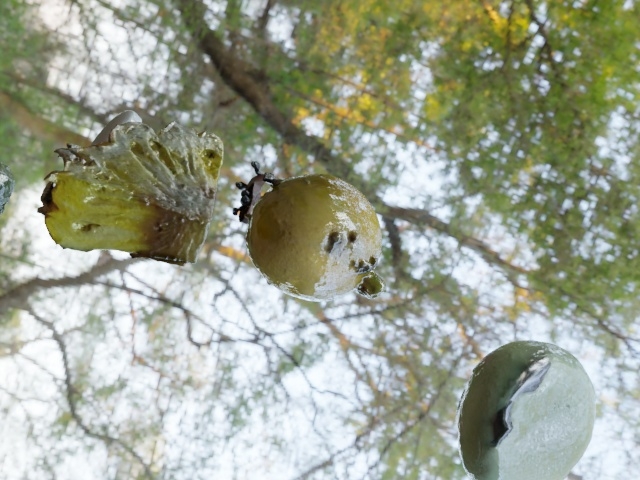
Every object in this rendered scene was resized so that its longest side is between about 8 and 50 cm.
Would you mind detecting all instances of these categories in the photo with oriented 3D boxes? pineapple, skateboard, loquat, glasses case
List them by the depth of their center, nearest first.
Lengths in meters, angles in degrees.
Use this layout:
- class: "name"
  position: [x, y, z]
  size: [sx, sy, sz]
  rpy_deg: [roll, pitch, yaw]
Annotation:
- class: "pineapple"
  position: [-0.192, -0.055, 1.087]
  size: [0.186, 0.236, 0.114]
  rpy_deg: [52, -35, 26]
- class: "loquat"
  position: [0.000, 0.000, 1.185]
  size: [0.149, 0.204, 0.172]
  rpy_deg: [-58, 163, 22]
- class: "glasses case"
  position: [-0.334, -0.115, 1.463]
  size: [0.076, 0.049, 0.197]
  rpy_deg: [-5, -128, 50]
- class: "skateboard"
  position: [-0.118, -0.072, 1.792]
  size: [0.067, 0.080, 0.151]
  rpy_deg: [-48, -159, 32]

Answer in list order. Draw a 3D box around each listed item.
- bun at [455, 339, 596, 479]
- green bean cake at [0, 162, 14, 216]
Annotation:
- class: "bun"
  position: [0.339, 0.302, 1.692]
  size: [0.179, 0.283, 0.283]
  rpy_deg: [16, -92, 57]
- class: "green bean cake"
  position: [-0.575, -0.061, 1.446]
  size: [0.183, 0.185, 0.094]
  rpy_deg: [-59, -154, 4]
